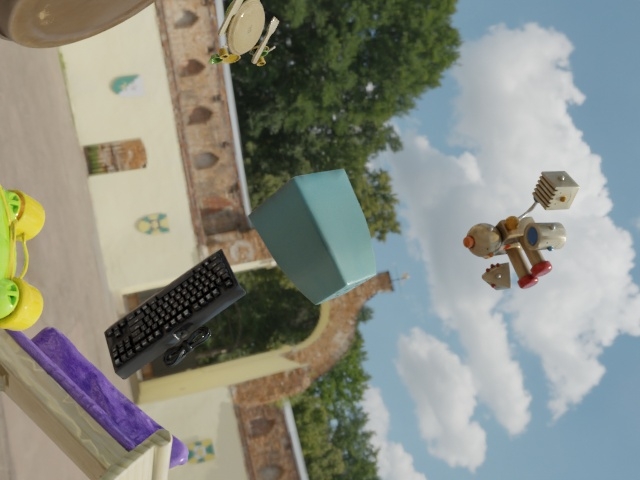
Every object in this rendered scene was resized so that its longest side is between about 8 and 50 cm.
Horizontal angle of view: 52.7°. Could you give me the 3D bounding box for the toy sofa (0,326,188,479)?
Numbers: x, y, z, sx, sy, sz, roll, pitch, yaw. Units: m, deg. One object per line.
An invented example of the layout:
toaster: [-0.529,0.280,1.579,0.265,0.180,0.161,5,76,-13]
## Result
toy sofa: [-0.359,0.226,0.934,0.362,0.177,0.150,35,-46,21]

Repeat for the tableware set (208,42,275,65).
tableware set: [-0.189,-0.442,1.556,0.104,0.154,0.024,-20,-96,44]

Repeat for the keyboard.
keyboard: [-0.174,0.093,0.768,0.108,0.180,0.023,56,4,36]

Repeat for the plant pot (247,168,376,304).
plant pot: [0.000,0.000,1.337,0.165,0.166,0.234,-36,-104,40]

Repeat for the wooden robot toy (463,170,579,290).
wooden robot toy: [0.187,0.003,0.654,0.173,0.079,0.076,114,-31,-53]

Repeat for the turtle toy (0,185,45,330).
turtle toy: [-0.185,-0.011,0.303,0.095,0.066,0.130,53,24,-63]

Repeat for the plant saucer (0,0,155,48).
plant saucer: [-0.239,-0.290,0.701,0.041,0.278,0.278,58,-13,-6]

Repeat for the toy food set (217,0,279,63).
toy food set: [-0.164,-0.462,1.380,0.038,0.132,0.192,31,5,17]
